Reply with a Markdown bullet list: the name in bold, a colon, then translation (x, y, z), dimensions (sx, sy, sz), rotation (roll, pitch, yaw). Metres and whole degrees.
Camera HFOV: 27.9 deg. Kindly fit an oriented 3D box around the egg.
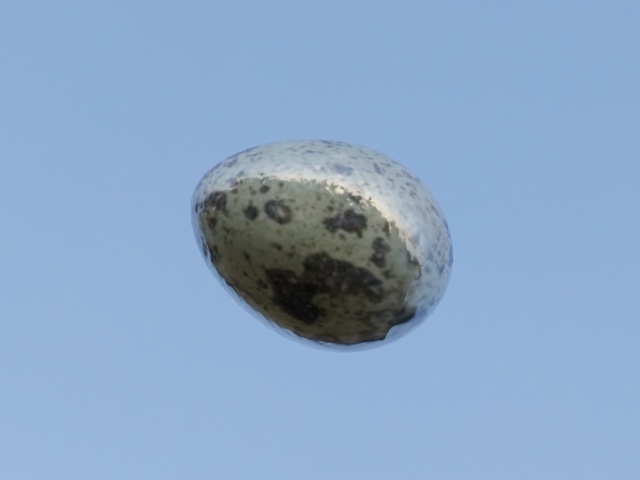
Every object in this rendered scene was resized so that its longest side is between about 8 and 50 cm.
- **egg**: translation (0.000, 0.000, 0.816), dimensions (0.172, 0.132, 0.132), rotation (20, -56, -2)
